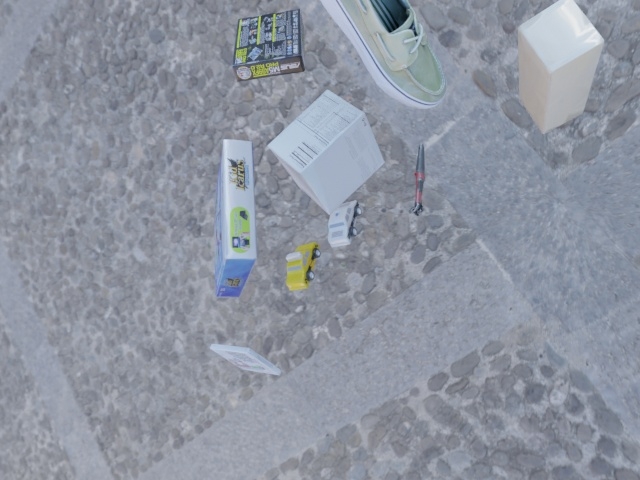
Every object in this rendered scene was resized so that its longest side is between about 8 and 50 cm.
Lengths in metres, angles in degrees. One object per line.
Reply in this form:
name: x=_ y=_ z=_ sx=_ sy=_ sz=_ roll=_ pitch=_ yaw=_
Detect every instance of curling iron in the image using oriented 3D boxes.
curling iron: x=0.312 y=-0.198 z=1.408 sx=0.035 sy=0.068 sz=0.274 roll=12 pitch=66 yaw=-8

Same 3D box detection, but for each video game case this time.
video game case: x=-0.185 y=-0.032 z=0.913 sx=0.269 sy=0.061 sz=0.244 roll=128 pitch=141 yaw=-63
video game case: x=-0.208 y=0.330 z=1.216 sx=0.157 sy=0.143 sz=0.019 roll=-5 pitch=51 yaw=38

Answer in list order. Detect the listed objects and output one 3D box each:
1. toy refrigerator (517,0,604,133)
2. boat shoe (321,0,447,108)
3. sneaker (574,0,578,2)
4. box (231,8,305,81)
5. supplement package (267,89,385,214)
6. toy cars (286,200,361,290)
toy refrigerator: x=0.430 y=-0.304 z=0.799 sx=0.094 sy=0.269 sz=0.102 roll=-29 pitch=70 yaw=19
boat shoe: x=0.116 y=-0.331 z=0.712 sx=0.109 sy=0.302 sz=0.094 roll=-57 pitch=27 yaw=-9
sneaker: x=0.542 y=-0.592 z=0.892 sx=0.083 sy=0.084 sz=0.215 roll=-2 pitch=73 yaw=69
box: x=-0.160 y=-0.623 z=1.390 sx=0.216 sy=0.060 sz=0.270 roll=-7 pitch=55 yaw=6
supplement package: x=0.020 y=-0.216 z=1.094 sx=0.203 sy=0.194 sz=0.149 roll=-44 pitch=55 yaw=-3
toy cars: x=0.000 y=0.000 z=1.526 sx=0.394 sy=0.087 sz=0.176 roll=-46 pitch=37 yaw=-3
